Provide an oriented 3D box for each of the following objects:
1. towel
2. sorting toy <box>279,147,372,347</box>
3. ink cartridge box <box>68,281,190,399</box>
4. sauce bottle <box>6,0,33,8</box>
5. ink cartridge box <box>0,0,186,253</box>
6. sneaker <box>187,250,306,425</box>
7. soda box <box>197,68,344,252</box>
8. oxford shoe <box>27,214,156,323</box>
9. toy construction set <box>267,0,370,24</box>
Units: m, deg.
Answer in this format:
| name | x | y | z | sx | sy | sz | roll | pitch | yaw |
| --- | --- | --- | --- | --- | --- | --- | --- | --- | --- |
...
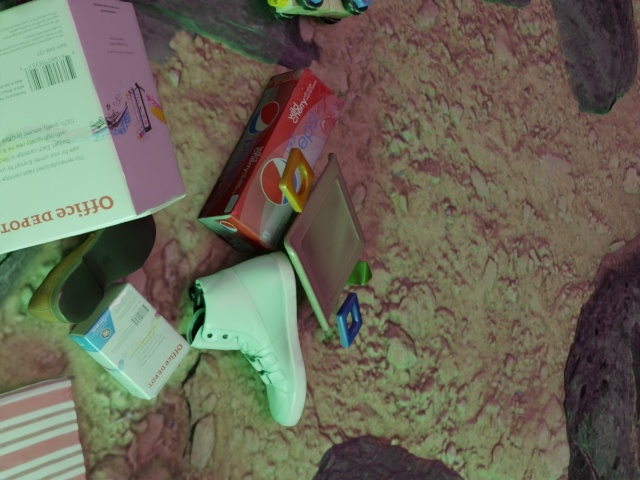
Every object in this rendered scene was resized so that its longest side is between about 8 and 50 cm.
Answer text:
| name | x | y | z | sx | sy | sz | roll | pitch | yaw |
| --- | --- | --- | --- | --- | --- | --- | --- | --- | --- |
| towel | -0.330 | 0.263 | 0.943 | 0.144 | 0.029 | 0.197 | -8 | 89 | -58 |
| sorting toy | 0.000 | 0.000 | 1.199 | 0.348 | 0.047 | 0.196 | 68 | 35 | -42 |
| ink cartridge box | -0.235 | 0.125 | 1.042 | 0.122 | 0.052 | 0.088 | 51 | 57 | -25 |
| sauce bottle | -0.313 | -0.288 | 1.015 | 0.128 | 0.042 | 0.042 | -13 | 95 | -40 |
| ink cartridge box | -0.276 | -0.126 | 0.910 | 0.168 | 0.171 | 0.233 | -48 | 124 | -74 |
| sneaker | -0.106 | 0.149 | 1.145 | 0.151 | 0.094 | 0.256 | -13 | 109 | -20 |
| soda box | -0.066 | -0.115 | 1.191 | 0.092 | 0.083 | 0.263 | 40 | 62 | -32 |
| oxford shoe | -0.274 | 0.022 | 1.010 | 0.212 | 0.076 | 0.076 | -52 | 129 | -50 |
| toy construction set | -0.010 | -0.440 | 1.236 | 0.327 | 0.151 | 0.215 | -10 | 93 | -31 |
